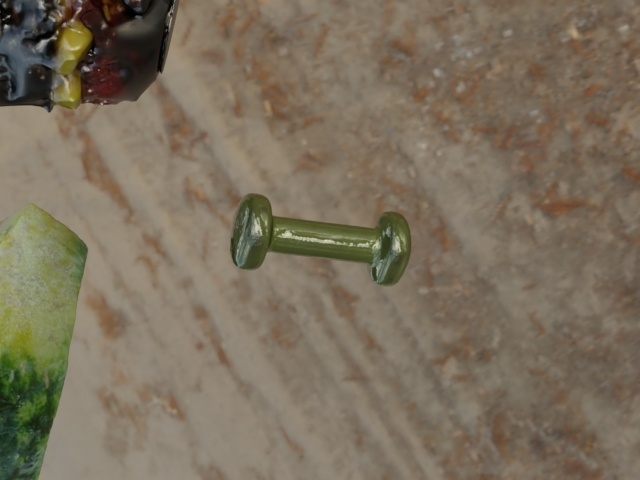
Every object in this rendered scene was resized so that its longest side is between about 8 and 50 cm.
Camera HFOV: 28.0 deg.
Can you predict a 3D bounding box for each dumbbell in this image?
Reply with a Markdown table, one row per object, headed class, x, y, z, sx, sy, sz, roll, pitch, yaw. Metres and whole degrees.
| class | x | y | z | sx | sy | sz | roll | pitch | yaw |
| --- | --- | --- | --- | --- | --- | --- | --- | --- | --- |
| dumbbell | 0.000 | 0.000 | 0.842 | 0.046 | 0.118 | 0.052 | -100 | 25 | -43 |

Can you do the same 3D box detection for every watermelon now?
| class | x | y | z | sx | sy | sz | roll | pitch | yaw |
| --- | --- | --- | --- | --- | --- | --- | --- | --- | --- |
| watermelon | -0.338 | 0.117 | 1.199 | 0.232 | 0.193 | 0.310 | 156 | 127 | -71 |

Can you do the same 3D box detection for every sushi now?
| class | x | y | z | sx | sy | sz | roll | pitch | yaw |
| --- | --- | --- | --- | --- | --- | --- | --- | --- | --- |
| sushi | -0.168 | -0.162 | 0.827 | 0.151 | 0.172 | 0.153 | 12 | 123 | -6 |
